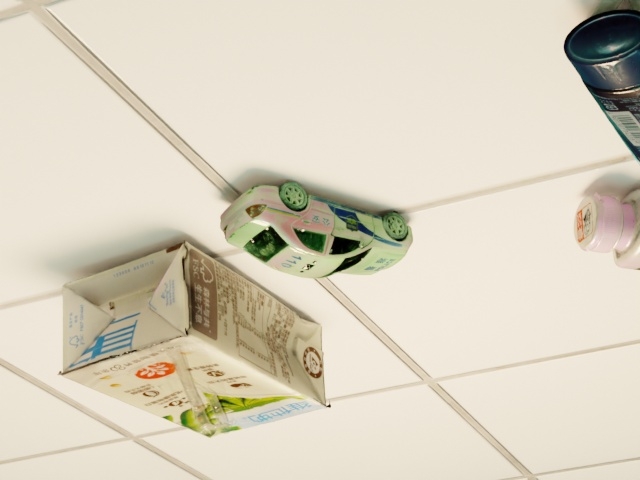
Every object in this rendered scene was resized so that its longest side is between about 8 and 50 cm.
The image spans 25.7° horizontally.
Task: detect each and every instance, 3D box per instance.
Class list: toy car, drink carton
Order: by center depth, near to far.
[{"bbox_3d":[0.000,0.000,1.555,0.224,0.076,0.090,16,146,-29],"label":"toy car"},{"bbox_3d":[-0.152,0.131,1.737,0.194,0.132,0.324,-17,151,25],"label":"drink carton"}]

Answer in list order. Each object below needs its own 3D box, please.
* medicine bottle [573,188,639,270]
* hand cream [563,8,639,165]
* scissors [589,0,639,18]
[{"bbox_3d":[0.393,-0.008,1.559,0.219,0.078,0.115,7,153,-16],"label":"medicine bottle"},{"bbox_3d":[0.321,-0.120,1.317,0.120,0.061,0.270,-9,149,33],"label":"hand cream"},{"bbox_3d":[0.267,-0.227,1.204,0.144,0.017,0.248,-2,154,2],"label":"scissors"}]
